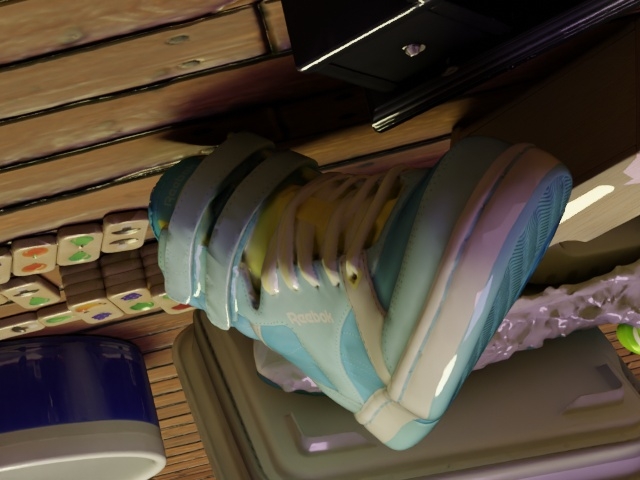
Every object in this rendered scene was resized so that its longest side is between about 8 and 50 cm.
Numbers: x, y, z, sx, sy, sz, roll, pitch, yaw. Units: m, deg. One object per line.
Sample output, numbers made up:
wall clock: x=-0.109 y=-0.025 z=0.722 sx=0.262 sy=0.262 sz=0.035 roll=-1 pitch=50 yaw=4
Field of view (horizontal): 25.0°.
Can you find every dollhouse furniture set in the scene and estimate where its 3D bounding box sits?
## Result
dollhouse furniture set: x=0.218 y=-0.005 z=0.890 sx=0.242 sy=0.212 sz=0.161 roll=30 pitch=140 yaw=-28

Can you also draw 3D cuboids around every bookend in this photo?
bookend: x=0.032 y=-0.118 z=0.596 sx=0.156 sy=0.072 sz=0.157 roll=-24 pitch=160 yaw=33

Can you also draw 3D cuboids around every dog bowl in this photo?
dog bowl: x=-0.272 y=0.171 z=1.251 sx=0.264 sy=0.104 sz=0.265 roll=-13 pitch=163 yaw=-4

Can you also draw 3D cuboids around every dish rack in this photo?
dish rack: x=0.072 y=0.096 z=1.082 sx=0.332 sy=0.285 sz=0.072 roll=-6 pitch=123 yaw=-16

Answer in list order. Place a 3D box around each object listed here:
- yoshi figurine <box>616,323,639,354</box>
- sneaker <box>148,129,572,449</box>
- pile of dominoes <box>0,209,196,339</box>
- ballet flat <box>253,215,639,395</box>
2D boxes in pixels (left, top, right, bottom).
yoshi figurine: x=0.424 y=0.041 z=1.250 sx=0.362 sy=0.204 sz=0.203 roll=-17 pitch=147 yaw=21
sneaker: x=0.000 y=0.000 z=0.760 sx=0.127 sy=0.208 sz=0.319 roll=-54 pitch=173 yaw=-22
pile of dominoes: x=-0.212 y=0.051 z=1.017 sx=0.251 sy=0.040 sz=0.196 roll=-15 pitch=164 yaw=4
ballet flat: x=0.140 y=0.003 z=1.036 sx=0.408 sy=0.147 sz=0.147 roll=-10 pitch=163 yaw=-21
